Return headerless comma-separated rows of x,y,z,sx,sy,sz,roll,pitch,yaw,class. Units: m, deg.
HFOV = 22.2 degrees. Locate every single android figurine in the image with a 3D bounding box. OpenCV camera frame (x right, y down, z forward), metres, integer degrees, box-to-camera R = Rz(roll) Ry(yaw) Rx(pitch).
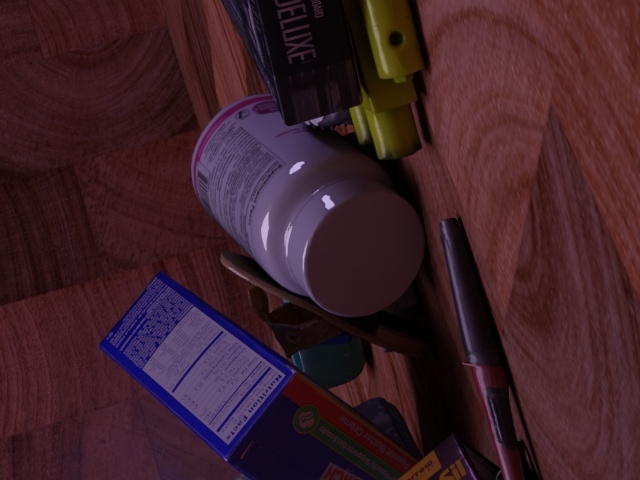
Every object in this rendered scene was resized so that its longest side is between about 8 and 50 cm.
0.032,-0.213,1.473,0.248,0.056,0.273,-132,26,-75,android figurine

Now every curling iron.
0.142,0.115,1.426,0.068,0.035,0.274,160,93,-83,curling iron

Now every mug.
0.006,0.124,2.248,0.129,0.097,0.158,167,88,-83,mug

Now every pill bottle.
-0.014,-0.038,1.697,0.283,0.160,0.160,42,149,55,pill bottle

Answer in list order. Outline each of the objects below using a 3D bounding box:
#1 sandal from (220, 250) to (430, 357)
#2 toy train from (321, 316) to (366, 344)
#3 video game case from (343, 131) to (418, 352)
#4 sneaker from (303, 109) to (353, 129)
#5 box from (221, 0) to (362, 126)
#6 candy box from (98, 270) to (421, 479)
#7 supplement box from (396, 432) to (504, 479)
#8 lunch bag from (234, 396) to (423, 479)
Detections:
-0.008,0.094,1.719,0.088,0.240,0.079,-97,29,-75,sandal
0.000,0.000,2.093,0.143,0.105,0.248,106,159,-46,toy train
0.060,0.007,1.864,0.227,0.026,0.206,99,154,-73,video game case
-0.001,-0.186,1.696,0.234,0.078,0.106,-123,20,-67,sneaker
-0.056,-0.278,1.463,0.307,0.076,0.242,-117,11,-57,box
-0.053,0.189,1.742,0.268,0.122,0.317,41,175,-36,candy box
0.135,0.279,1.471,0.081,0.104,0.188,41,-167,-33,supplement box
0.027,0.360,1.882,0.305,0.256,0.213,-116,3,-55,lunch bag
